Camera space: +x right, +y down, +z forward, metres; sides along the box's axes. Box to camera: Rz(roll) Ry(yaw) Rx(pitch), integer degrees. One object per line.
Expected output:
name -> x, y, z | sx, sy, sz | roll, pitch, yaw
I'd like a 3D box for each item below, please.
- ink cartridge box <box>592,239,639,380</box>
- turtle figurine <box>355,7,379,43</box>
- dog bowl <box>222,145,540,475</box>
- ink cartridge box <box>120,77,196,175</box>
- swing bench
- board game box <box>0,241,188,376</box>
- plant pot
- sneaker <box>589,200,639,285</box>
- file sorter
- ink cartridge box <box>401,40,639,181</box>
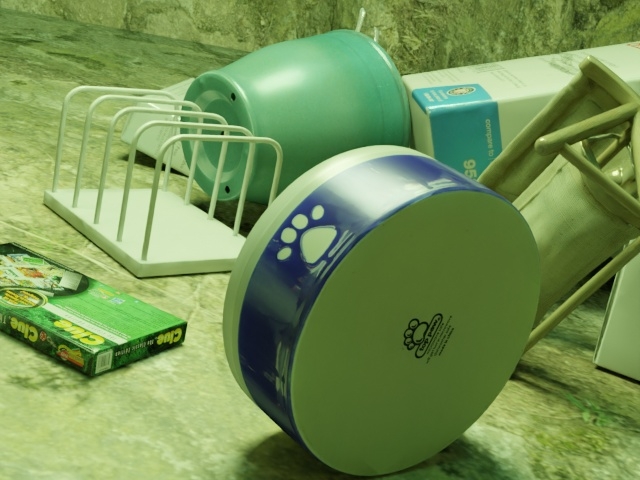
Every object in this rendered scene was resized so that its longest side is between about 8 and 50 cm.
ink cartridge box -> 0.481, 0.063, 1.226 | 0.198, 0.197, 0.270 | 20, 18, 26
turtle figurine -> 0.073, -0.265, 1.853 | 0.274, 0.266, 0.198 | -30, -4, -13
dog bowl -> 0.056, 0.060, 0.844 | 0.264, 0.265, 0.104 | -2, 23, -37
ink cartridge box -> -0.123, -0.148, 1.773 | 0.384, 0.091, 0.308 | 30, 18, 1
swing bench -> 0.256, -0.032, 1.127 | 0.165, 0.253, 0.255 | 40, 38, 1
board game box -> -0.277, 0.063, 1.022 | 0.259, 0.030, 0.136 | 21, 17, 28
plant pot -> -0.053, -0.166, 1.463 | 0.255, 0.272, 0.271 | -12, 28, -40
sneaker -> 0.586, 0.027, 1.536 | 0.410, 0.158, 0.182 | 18, 6, 9
file sorter -> -0.205, -0.087, 1.303 | 0.192, 0.173, 0.277 | -2, 21, -39
ink cartridge box -> 0.332, -0.165, 1.416 | 0.394, 0.166, 0.285 | -9, 18, 1
